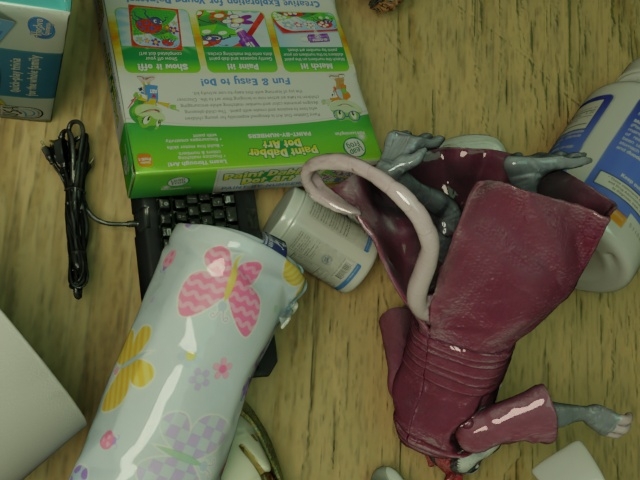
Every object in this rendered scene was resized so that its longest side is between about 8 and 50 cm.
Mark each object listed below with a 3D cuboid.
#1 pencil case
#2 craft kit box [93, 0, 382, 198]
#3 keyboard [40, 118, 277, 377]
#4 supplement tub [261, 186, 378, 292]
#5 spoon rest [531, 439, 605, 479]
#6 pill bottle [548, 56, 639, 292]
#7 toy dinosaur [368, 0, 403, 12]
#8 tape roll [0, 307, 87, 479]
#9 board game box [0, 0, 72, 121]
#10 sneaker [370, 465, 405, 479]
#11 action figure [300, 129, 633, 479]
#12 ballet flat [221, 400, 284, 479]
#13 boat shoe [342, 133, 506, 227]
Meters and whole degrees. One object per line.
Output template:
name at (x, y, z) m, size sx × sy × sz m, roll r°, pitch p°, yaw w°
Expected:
pencil case at (-0.108, 0.120, 0.658) m, size 0.124 × 0.113 × 0.273 m, roll 32°, pitch 73°, yaw -37°
craft kit box at (-0.085, -0.169, 0.810) m, size 0.250 × 0.061 × 0.246 m, roll -5°, pitch 66°, yaw -23°
keyboard at (-0.153, -0.019, 0.769) m, size 0.202 × 0.033 × 0.317 m, roll -3°, pitch 70°, yaw -22°
supplement tub at (0.000, 0.000, 0.832) m, size 0.107 × 0.071 × 0.071 m, roll 33°, pitch 70°, yaw -12°
spoon rest at (0.272, 0.311, 0.810) m, size 0.137 × 0.084 × 0.276 m, roll -30°, pitch 131°, yaw -6°
pill bottle at (0.346, -0.085, 0.940) m, size 0.152 × 0.152 × 0.272 m, roll 42°, pitch 68°, yaw -9°
toy dinosaur at (0.044, -0.425, 0.916) m, size 0.218 × 0.164 × 0.322 m, roll 10°, pitch 57°, yaw -34°
tape roll at (-0.316, 0.100, 0.596) m, size 0.169 × 0.246 × 0.246 m, roll -41°, pitch 96°, yaw -22°
board game box at (-0.373, -0.179, 0.622) m, size 0.336 × 0.254 × 0.079 m, roll 3°, pitch 79°, yaw -20°
sneaker at (0.106, 0.285, 0.834) m, size 0.061 × 0.054 × 0.152 m, roll -42°, pitch 102°, yaw -32°
action figure at (0.136, 0.096, 0.749) m, size 0.276 × 0.248 × 0.370 m, roll -14°, pitch 118°, yaw -45°
ballet flat at (-0.069, 0.251, 0.733) m, size 0.123 × 0.123 × 0.348 m, roll -24°, pitch 89°, yaw -24°
boat shoe at (0.130, -0.061, 0.891) m, size 0.226 × 0.076 × 0.083 m, roll -28°, pitch 91°, yaw -24°
